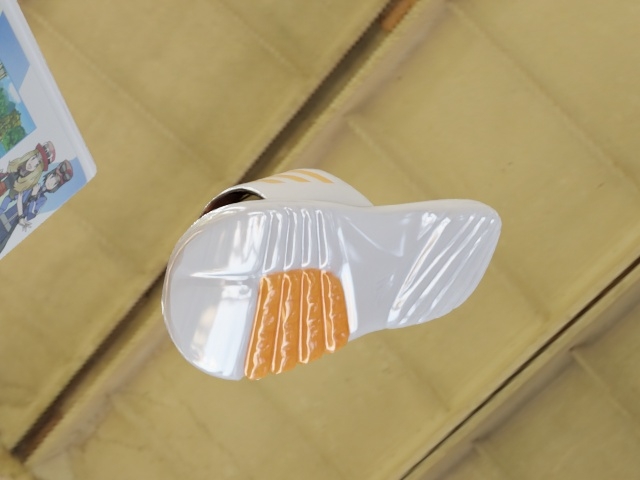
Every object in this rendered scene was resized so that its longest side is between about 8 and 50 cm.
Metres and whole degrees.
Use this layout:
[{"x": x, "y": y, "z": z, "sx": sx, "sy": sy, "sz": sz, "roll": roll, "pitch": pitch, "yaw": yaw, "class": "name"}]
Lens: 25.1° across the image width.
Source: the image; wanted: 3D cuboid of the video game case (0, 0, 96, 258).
[{"x": -0.273, "y": -0.043, "z": 0.707, "sx": 0.036, "sy": 0.300, "sz": 0.329, "roll": 35, "pitch": -22, "yaw": 30, "class": "video game case"}]

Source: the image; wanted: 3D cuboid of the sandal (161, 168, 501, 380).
[{"x": -0.003, "y": 0.010, "z": 0.795, "sx": 0.076, "sy": 0.265, "sz": 0.102, "roll": 33, "pitch": -67, "yaw": 34, "class": "sandal"}]
